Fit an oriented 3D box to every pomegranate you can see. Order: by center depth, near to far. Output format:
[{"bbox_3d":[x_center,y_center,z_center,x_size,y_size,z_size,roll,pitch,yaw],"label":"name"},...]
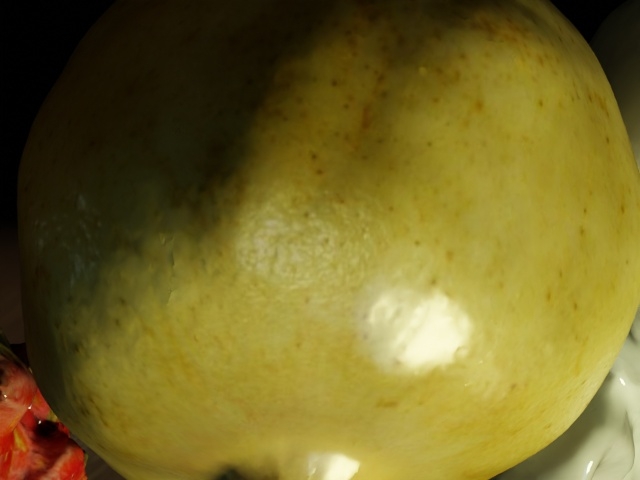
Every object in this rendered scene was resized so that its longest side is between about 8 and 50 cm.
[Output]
[{"bbox_3d":[0.000,-0.007,0.626,0.233,0.233,0.233,-19,142,-15],"label":"pomegranate"}]

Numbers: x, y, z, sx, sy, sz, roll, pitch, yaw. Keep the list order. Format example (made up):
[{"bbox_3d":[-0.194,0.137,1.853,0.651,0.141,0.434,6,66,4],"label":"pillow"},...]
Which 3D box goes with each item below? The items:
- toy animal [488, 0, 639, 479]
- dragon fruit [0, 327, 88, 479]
[{"bbox_3d":[0.156,0.027,0.785,0.357,0.194,0.258,-59,176,39],"label":"toy animal"},{"bbox_3d":[-0.174,0.084,0.673,0.166,0.160,0.172,39,107,-17],"label":"dragon fruit"}]
